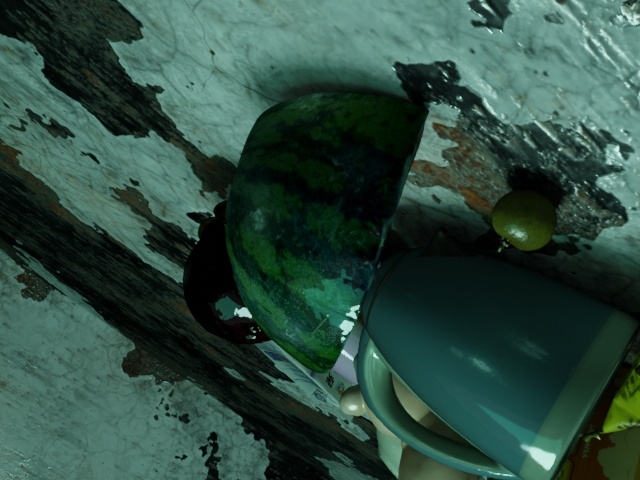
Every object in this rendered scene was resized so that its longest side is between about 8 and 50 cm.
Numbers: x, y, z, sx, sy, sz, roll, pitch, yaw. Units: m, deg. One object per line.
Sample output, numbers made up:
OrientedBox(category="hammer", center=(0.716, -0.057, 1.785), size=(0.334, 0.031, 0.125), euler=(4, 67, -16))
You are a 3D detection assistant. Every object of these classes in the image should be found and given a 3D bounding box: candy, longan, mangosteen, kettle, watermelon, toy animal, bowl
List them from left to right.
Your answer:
OrientedBox(category="mangosteen", center=(-0.120, 0.039, 1.246), size=(0.228, 0.228, 0.265), euler=(80, 171, -61))
OrientedBox(category="watermelon", center=(-0.024, -0.016, 0.953), size=(0.222, 0.292, 0.319), euler=(25, 166, 4))
OrientedBox(category="toy animal", center=(0.164, 0.272, 1.249), size=(0.247, 0.345, 0.277), euler=(21, 173, 10))
OrientedBox(category="bowl", center=(0.222, 0.473, 1.684), size=(0.277, 0.145, 0.277), euler=(50, 178, 3))
OrientedBox(category="kettle", center=(0.195, 0.167, 1.025), size=(0.342, 0.319, 0.247), euler=(29, -159, 24))
OrientedBox(category="longan", center=(0.229, -0.019, 0.866), size=(0.075, 0.083, 0.075), euler=(34, -160, -15))
OrientedBox(category="candy", center=(0.426, 0.166, 0.913), size=(0.297, 0.187, 0.081), euler=(88, 160, -62))

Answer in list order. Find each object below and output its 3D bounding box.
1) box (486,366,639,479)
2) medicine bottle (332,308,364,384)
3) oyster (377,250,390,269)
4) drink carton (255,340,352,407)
OrientedBox(category="box", center=(0.379, 0.345, 1.180), size=(0.214, 0.259, 0.283), euler=(15, 153, 17))
OrientedBox(category="medicine bottle", center=(0.067, 0.177, 1.380), size=(0.254, 0.152, 0.152), euler=(38, 156, -18))
OrientedBox(category="oyster", center=(0.054, 0.038, 1.190), size=(0.252, 0.087, 0.199), euler=(35, 149, -27))
OrientedBox(category="drink carton", center=(-0.035, 0.226, 1.633), size=(0.107, 0.130, 0.315), euler=(12, 152, 42))
